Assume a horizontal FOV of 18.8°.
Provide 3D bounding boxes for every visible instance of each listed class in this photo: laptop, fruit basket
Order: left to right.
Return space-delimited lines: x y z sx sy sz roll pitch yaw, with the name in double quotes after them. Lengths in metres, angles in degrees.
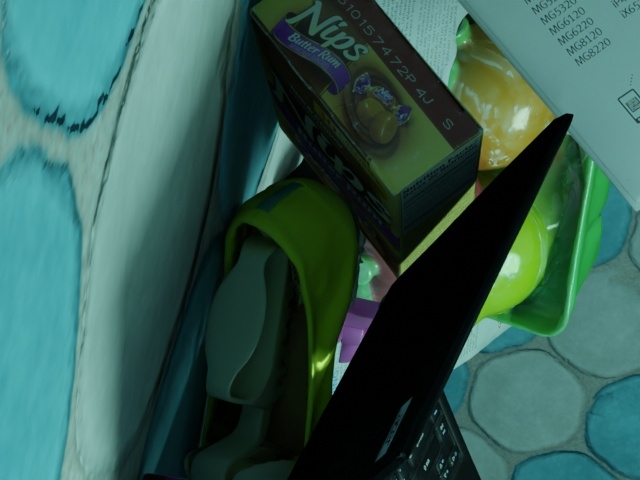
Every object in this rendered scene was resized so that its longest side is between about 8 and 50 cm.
0.076 -0.042 1.334 0.353 0.165 0.327 -22 126 -47 "fruit basket"
0.061 0.118 0.872 0.234 0.137 0.264 -58 134 -46 "laptop"

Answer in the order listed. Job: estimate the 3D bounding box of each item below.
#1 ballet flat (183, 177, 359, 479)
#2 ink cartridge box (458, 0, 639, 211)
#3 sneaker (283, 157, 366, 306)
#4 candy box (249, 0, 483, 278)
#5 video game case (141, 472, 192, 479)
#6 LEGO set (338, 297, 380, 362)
-0.031 0.083 0.939 0.077 0.077 0.231 -19 121 -59 "ballet flat"
0.171 -0.215 1.196 0.130 0.272 0.309 -35 -162 27 "ink cartridge box"
0.003 0.000 1.111 0.170 0.051 0.089 -42 139 -62 "sneaker"
0.023 -0.054 0.921 0.053 0.109 0.186 -36 168 -7 "candy box"
-0.088 0.248 0.786 0.232 0.042 0.210 -72 171 -49 "video game case"
0.000 0.134 1.180 0.087 0.093 0.227 -70 170 -56 "LEGO set"
